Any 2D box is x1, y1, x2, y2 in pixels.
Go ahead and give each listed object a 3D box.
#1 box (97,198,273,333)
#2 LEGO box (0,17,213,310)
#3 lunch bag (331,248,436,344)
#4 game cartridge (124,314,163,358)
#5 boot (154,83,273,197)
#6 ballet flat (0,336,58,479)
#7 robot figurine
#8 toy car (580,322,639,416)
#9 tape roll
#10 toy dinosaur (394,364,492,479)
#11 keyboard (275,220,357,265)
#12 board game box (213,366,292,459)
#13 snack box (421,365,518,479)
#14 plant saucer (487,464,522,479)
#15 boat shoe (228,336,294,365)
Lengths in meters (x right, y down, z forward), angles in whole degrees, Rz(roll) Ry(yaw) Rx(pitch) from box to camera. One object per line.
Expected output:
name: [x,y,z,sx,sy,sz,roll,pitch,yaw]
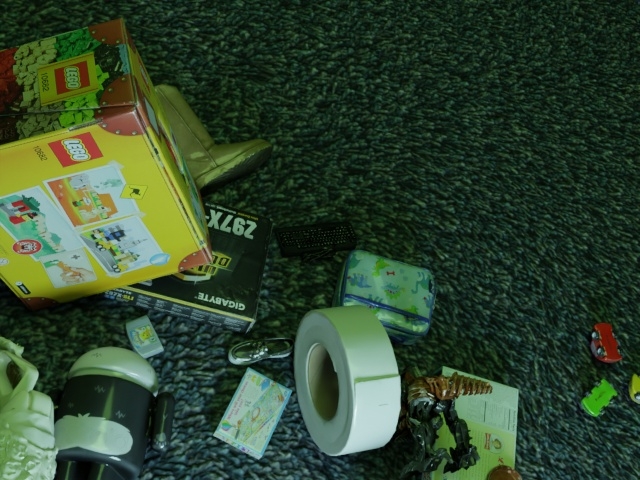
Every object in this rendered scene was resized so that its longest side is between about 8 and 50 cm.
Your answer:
box: [-0.277,0.032,1.911,0.322,0.079,0.257,16,55,-12]
LEGO box: [-0.433,-0.106,1.600,0.372,0.500,0.193,-15,59,-1]
lunch bag: [0.141,0.128,2.013,0.219,0.090,0.176,19,59,-9]
game cartridge: [-0.355,0.194,1.822,0.056,0.017,0.083,-22,71,-26]
boot: [-0.271,-0.253,2.073,0.236,0.089,0.269,-30,74,-33]
ballet flat: [-0.514,0.278,1.513,0.147,0.147,0.409,-12,28,-27]
robot figurine: [-0.388,0.330,1.638,0.209,0.173,0.278,22,55,-23]
toy car: [0.669,0.334,2.119,0.225,0.053,0.239,-33,77,-33]
tape roll: [0.046,0.269,1.771,0.100,0.286,0.286,-4,63,-24]
toy dinosaur: [0.207,0.338,1.770,0.164,0.322,0.218,-6,67,-14]
keyboard: [0.000,0.000,2.061,0.192,0.038,0.100,-7,65,-24]
board game box: [-0.133,0.342,1.815,0.103,0.026,0.154,29,55,-3]
snack box: [0.313,0.440,1.912,0.187,0.060,0.322,19,57,-11]
plant saucer: [0.375,0.499,1.858,0.083,0.013,0.083,10,60,-18]
boat shoe: [-0.121,0.222,1.881,0.142,0.040,0.049,-7,64,-25]
